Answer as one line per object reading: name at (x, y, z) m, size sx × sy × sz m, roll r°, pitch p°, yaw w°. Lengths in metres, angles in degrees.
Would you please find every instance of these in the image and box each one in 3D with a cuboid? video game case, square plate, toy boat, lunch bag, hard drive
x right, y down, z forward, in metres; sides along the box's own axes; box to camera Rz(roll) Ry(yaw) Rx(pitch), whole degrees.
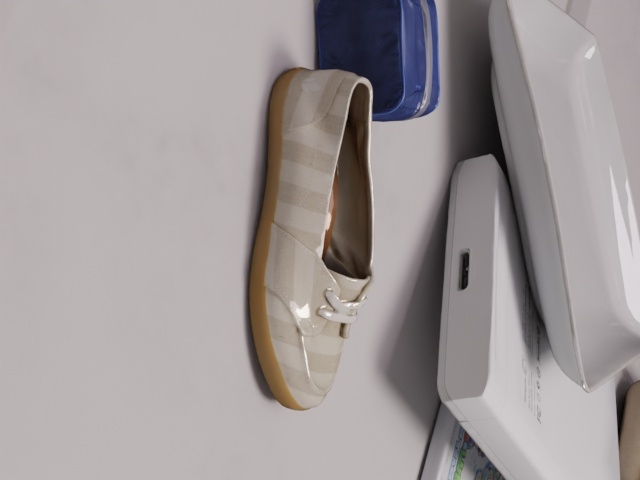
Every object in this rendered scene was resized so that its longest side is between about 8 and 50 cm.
video game case at (0.130, 0.198, 0.918) m, size 0.143 × 0.019 × 0.157 m, roll 49°, pitch 52°, yaw -49°
square plate at (0.239, -0.049, 0.977) m, size 0.347 × 0.049 × 0.344 m, roll -3°, pitch 82°, yaw -63°
toy boat at (0.482, 0.274, 1.372) m, size 0.231 × 0.151 × 0.151 m, roll 38°, pitch 60°, yaw -53°
lunch bag at (0.041, -0.129, 0.698) m, size 0.065 × 0.067 × 0.098 m, roll -8°, pitch 98°, yaw -58°
hard drive at (0.198, 0.122, 0.932) m, size 0.353 × 0.047 × 0.233 m, roll 50°, pitch 37°, yaw -42°

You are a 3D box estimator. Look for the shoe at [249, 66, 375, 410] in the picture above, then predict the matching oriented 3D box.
shoe at (0.000, 0.000, 0.650) m, size 0.076 × 0.058 × 0.219 m, roll -2°, pitch 94°, yaw -58°
